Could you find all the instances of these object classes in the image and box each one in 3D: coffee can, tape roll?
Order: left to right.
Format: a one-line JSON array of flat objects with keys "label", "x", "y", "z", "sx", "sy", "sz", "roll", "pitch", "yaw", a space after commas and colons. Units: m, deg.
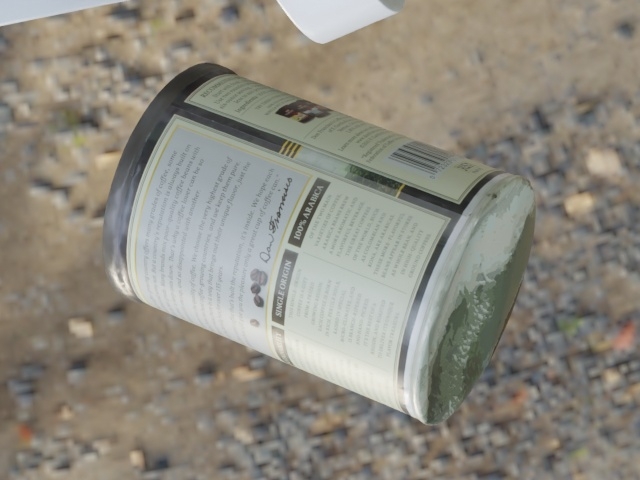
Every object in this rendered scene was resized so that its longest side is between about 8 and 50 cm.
[{"label": "tape roll", "x": -0.008, "y": -0.371, "z": 2.049, "sx": 0.100, "sy": 0.286, "sz": 0.286, "roll": -20, "pitch": 148, "yaw": 18}, {"label": "coffee can", "x": 0.000, "y": 0.000, "z": 1.403, "sx": 0.275, "sy": 0.201, "sz": 0.201, "roll": 22, "pitch": 156, "yaw": 21}]

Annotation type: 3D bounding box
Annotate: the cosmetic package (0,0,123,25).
[{"label": "cosmetic package", "x": -0.315, "y": -0.346, "z": 1.555, "sx": 0.230, "sy": 0.453, "sz": 0.161, "roll": -13, "pitch": 124, "yaw": -10}]
